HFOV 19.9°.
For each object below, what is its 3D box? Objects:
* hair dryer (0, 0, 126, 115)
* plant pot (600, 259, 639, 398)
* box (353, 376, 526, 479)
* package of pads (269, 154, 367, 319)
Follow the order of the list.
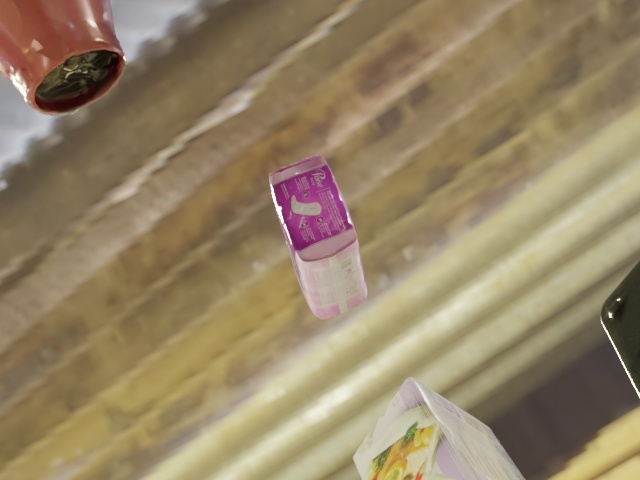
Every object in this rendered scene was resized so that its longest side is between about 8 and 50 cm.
[{"bbox_3d":[-0.141,-0.176,0.601,0.080,0.293,0.223,-25,17,-9],"label":"hair dryer"},{"bbox_3d":[0.283,0.065,1.102,0.167,0.188,0.187,23,-62,-28],"label":"plant pot"},{"bbox_3d":[0.075,0.147,0.922,0.063,0.067,0.324,-56,11,5],"label":"box"},{"bbox_3d":[0.000,0.000,0.856,0.032,0.050,0.083,-21,-21,-3],"label":"package of pads"}]
